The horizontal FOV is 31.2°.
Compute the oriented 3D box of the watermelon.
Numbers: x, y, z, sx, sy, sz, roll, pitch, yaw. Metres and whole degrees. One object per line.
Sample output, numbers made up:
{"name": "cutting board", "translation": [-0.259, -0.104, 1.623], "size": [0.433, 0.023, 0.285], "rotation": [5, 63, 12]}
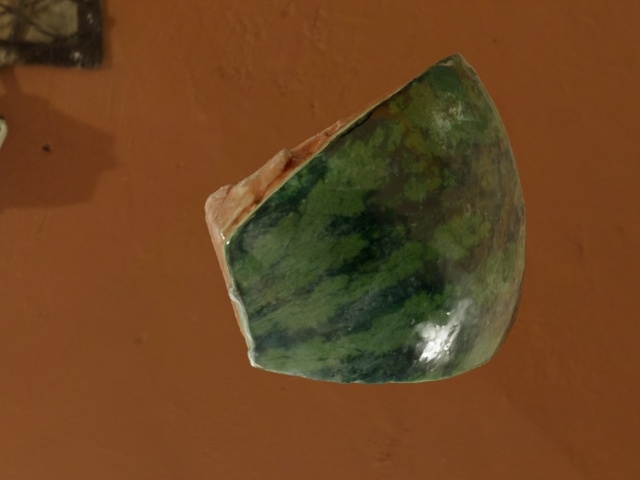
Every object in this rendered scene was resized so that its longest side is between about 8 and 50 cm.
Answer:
{"name": "watermelon", "translation": [0.026, 0.029, 0.996], "size": [0.283, 0.292, 0.250], "rotation": [-25, -95, -28]}
